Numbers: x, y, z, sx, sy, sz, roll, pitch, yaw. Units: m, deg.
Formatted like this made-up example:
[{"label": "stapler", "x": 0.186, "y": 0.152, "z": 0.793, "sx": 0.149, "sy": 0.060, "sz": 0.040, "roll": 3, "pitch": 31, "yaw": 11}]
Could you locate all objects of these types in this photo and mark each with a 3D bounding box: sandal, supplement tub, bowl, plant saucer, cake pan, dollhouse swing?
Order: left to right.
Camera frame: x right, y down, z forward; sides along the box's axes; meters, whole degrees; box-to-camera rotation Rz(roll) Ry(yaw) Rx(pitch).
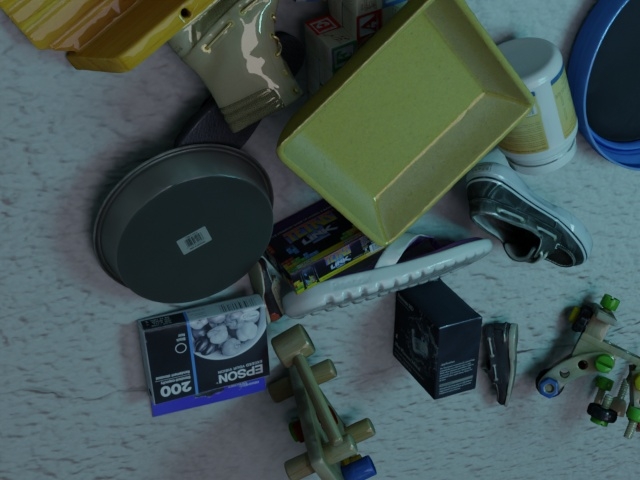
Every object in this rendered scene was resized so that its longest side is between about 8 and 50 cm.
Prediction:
[{"label": "dollhouse swing", "x": -0.256, "y": -0.368, "z": 1.423, "sx": 0.315, "sy": 0.305, "sz": 0.347, "roll": -41, "pitch": 130, "yaw": -4}, {"label": "cake pan", "x": -0.198, "y": -0.014, "z": 1.779, "sx": 0.293, "sy": 0.054, "sz": 0.293, "roll": -17, "pitch": 136, "yaw": -17}, {"label": "sandal", "x": -0.124, "y": -0.211, "z": 1.759, "sx": 0.254, "sy": 0.054, "sz": 0.097, "roll": -47, "pitch": 137, "yaw": -11}, {"label": "sandal", "x": 0.121, "y": 0.033, "z": 1.993, "sx": 0.416, "sy": 0.169, "sz": 0.102, "roll": -15, "pitch": 81, "yaw": -29}, {"label": "plant saucer", "x": 0.118, "y": -0.187, "z": 1.710, "sx": 0.333, "sy": 0.081, "sz": 0.333, "roll": -43, "pitch": 140, "yaw": 6}, {"label": "supplement tub", "x": 0.352, "y": -0.224, "z": 1.960, "sx": 0.144, "sy": 0.144, "sz": 0.199, "roll": -32, "pitch": 128, "yaw": -11}, {"label": "bowl", "x": 0.611, "y": -0.319, "z": 2.102, "sx": 0.391, "sy": 0.077, "sz": 0.391, "roll": -14, "pitch": 122, "yaw": -23}]

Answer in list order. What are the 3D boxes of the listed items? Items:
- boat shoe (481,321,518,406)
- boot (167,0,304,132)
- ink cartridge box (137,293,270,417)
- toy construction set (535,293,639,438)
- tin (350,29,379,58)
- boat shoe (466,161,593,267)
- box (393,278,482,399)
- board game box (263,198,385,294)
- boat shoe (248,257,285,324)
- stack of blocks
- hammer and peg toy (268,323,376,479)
[{"label": "boat shoe", "x": 0.353, "y": 0.242, "z": 2.295, "sx": 0.065, "sy": 0.075, "sz": 0.206, "roll": 7, "pitch": 128, "yaw": 14}, {"label": "boot", "x": -0.072, "y": -0.298, "z": 1.660, "sx": 0.262, "sy": 0.095, "sz": 0.203, "roll": -36, "pitch": 105, "yaw": -3}, {"label": "ink cartridge box", "x": -0.189, "y": 0.203, "z": 1.939, "sx": 0.206, "sy": 0.045, "sz": 0.208, "roll": -13, "pitch": 123, "yaw": -15}, {"label": "toy construction set", "x": 0.604, "y": 0.241, "z": 2.349, "sx": 0.309, "sy": 0.257, "sz": 0.237, "roll": 13, "pitch": 98, "yaw": -56}, {"label": "tin", "x": 0.107, "y": -0.235, "z": 1.747, "sx": 0.106, "sy": 0.040, "sz": 0.189, "roll": -38, "pitch": 140, "yaw": -8}, {"label": "boat shoe", "x": 0.363, "y": -0.014, "z": 2.080, "sx": 0.335, "sy": 0.121, "sz": 0.119, "roll": 31, "pitch": 63, "yaw": -35}, {"label": "box", "x": 0.208, "y": 0.174, "z": 2.096, "sx": 0.093, "sy": 0.156, "sz": 0.158, "roll": -12, "pitch": 122, "yaw": -23}, {"label": "board game box", "x": 0.000, "y": 0.000, "z": 1.885, "sx": 0.170, "sy": 0.141, "sz": 0.048, "roll": -28, "pitch": 128, "yaw": -14}, {"label": "boat shoe", "x": -0.087, "y": 0.080, "z": 1.940, "sx": 0.043, "sy": 0.049, "sz": 0.137, "roll": -25, "pitch": 129, "yaw": -20}, {"label": "stack of blocks", "x": 0.070, "y": -0.313, "z": 1.742, "sx": 0.171, "sy": 0.087, "sz": 0.297, "roll": -22, "pitch": 138, "yaw": -19}, {"label": "hammer and peg toy", "x": -0.002, "y": 0.332, "z": 1.999, "sx": 0.127, "sy": 0.266, "sz": 0.361, "roll": -25, "pitch": 130, "yaw": 7}]
